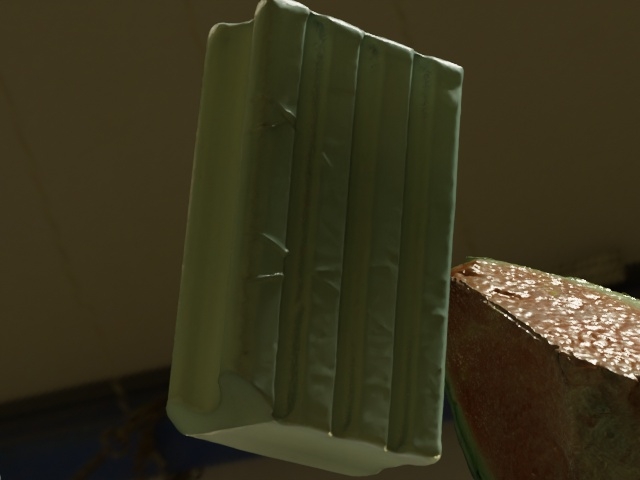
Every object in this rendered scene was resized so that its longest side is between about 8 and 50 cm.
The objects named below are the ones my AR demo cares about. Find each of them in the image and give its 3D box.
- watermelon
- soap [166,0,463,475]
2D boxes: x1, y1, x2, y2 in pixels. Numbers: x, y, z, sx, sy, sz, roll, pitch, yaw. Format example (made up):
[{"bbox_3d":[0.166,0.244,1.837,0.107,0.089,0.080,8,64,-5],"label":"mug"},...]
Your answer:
[{"bbox_3d":[0.145,0.111,1.116,0.231,0.128,0.146,36,-62,53],"label":"watermelon"},{"bbox_3d":[0.000,0.000,0.905,0.066,0.119,0.198,-22,-123,52],"label":"soap"}]
